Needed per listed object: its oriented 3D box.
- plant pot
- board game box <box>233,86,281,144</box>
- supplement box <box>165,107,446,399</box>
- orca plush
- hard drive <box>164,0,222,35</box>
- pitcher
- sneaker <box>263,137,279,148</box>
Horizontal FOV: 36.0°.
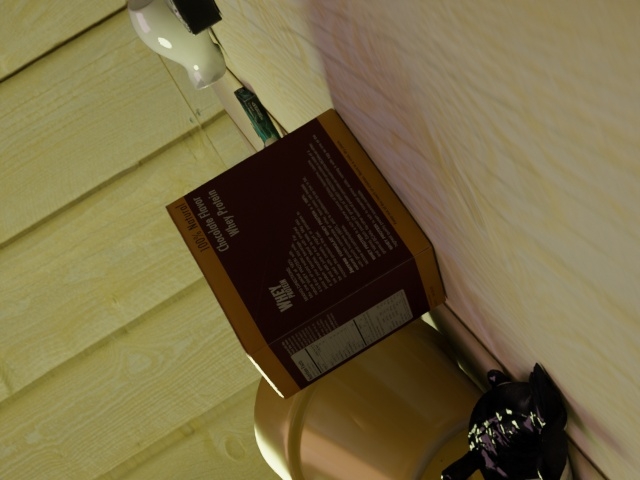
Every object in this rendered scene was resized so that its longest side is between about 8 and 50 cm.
[{"bbox_3d":[0.089,0.220,1.112,0.239,0.254,0.254,30,155,52],"label":"plant pot"},{"bbox_3d":[-0.116,-0.228,1.884,0.126,0.026,0.186,59,177,-17],"label":"board game box"},{"bbox_3d":[-0.013,0.014,0.974,0.191,0.194,0.129,57,176,29],"label":"supplement box"},{"bbox_3d":[0.158,0.195,0.838,0.151,0.102,0.287,58,177,9],"label":"orca plush"},{"bbox_3d":[-0.279,-0.492,1.586,0.237,0.064,0.339,62,177,-40],"label":"hard drive"},{"bbox_3d":[-0.274,-0.415,1.886,0.207,0.125,0.178,46,-158,-44],"label":"pitcher"},{"bbox_3d":[-0.061,-0.096,1.769,0.084,0.083,0.215,57,176,44],"label":"sneaker"}]
